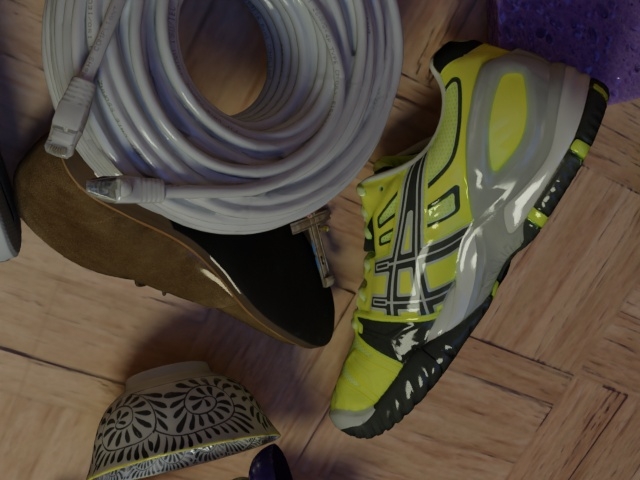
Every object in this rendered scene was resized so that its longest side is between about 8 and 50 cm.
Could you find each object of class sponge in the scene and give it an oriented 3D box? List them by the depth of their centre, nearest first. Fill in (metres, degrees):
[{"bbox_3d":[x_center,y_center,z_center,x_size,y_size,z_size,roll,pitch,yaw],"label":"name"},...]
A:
[{"bbox_3d":[0.244,-0.175,0.821,0.210,0.031,0.117,-12,117,-10],"label":"sponge"}]

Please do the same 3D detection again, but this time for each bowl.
[{"bbox_3d":[-0.125,0.153,0.824,0.170,0.170,0.080,-11,74,-12],"label":"bowl"}]

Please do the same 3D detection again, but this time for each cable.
[{"bbox_3d":[-0.062,-0.132,0.662,0.257,0.089,0.257,14,83,-35],"label":"cable"}]

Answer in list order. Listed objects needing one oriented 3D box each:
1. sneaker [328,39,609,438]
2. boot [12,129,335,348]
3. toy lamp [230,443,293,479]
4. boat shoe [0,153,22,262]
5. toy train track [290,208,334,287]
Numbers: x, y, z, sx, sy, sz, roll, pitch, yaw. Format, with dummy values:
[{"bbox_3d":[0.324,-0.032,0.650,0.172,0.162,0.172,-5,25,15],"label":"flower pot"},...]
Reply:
[{"bbox_3d":[0.093,0.004,0.825,0.147,0.145,0.384,31,112,8],"label":"sneaker"},{"bbox_3d":[-0.110,0.004,0.781,0.115,0.112,0.305,-27,131,33],"label":"boot"},{"bbox_3d":[-0.160,0.256,0.861,0.275,0.080,0.080,-16,120,7],"label":"toy lamp"},{"bbox_3d":[-0.289,-0.103,0.650,0.094,0.109,0.302,-13,121,-9],"label":"boat shoe"},{"bbox_3d":[0.000,0.000,0.821,0.048,0.014,0.083,-24,106,-42],"label":"toy train track"}]
